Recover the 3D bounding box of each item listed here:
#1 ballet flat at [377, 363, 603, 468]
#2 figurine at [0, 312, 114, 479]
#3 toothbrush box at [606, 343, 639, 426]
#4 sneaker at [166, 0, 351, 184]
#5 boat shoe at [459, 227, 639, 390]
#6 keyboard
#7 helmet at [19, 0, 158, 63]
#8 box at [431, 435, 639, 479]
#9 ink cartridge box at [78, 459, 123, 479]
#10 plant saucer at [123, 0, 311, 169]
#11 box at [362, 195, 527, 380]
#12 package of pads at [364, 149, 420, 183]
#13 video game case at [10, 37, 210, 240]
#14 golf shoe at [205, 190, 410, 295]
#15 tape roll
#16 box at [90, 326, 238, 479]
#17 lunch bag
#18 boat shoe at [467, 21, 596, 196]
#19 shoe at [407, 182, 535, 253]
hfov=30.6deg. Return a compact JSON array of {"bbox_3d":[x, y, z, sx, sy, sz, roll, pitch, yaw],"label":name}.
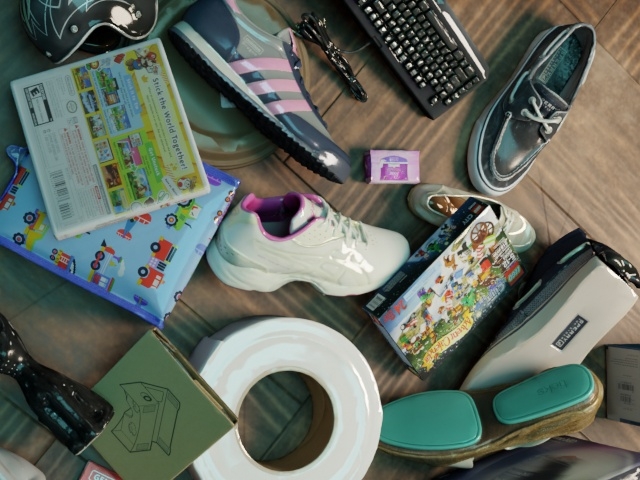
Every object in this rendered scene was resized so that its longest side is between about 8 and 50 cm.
[{"bbox_3d":[0.243,0.269,1.699,0.342,0.116,0.124,-17,136,6],"label":"ballet flat"},{"bbox_3d":[-0.412,0.226,1.505,0.209,0.092,0.215,45,98,-6],"label":"figurine"},{"bbox_3d":[0.625,0.224,1.811,0.295,0.216,0.126,-1,90,-20],"label":"toothbrush box"},{"bbox_3d":[-0.053,-0.217,1.600,0.319,0.112,0.131,44,79,-15],"label":"sneaker"},{"bbox_3d":[0.331,0.132,1.773,0.127,0.158,0.340,40,105,-18],"label":"boat shoe"},{"bbox_3d":[0.090,-0.295,1.680,0.201,0.033,0.317,-35,119,11],"label":"keyboard"},{"bbox_3d":[-0.311,-0.314,1.530,0.161,0.169,0.170,-2,89,-35],"label":"helmet"},{"bbox_3d":[0.297,0.411,1.652,0.294,0.296,0.183,-18,94,-19],"label":"box"},{"bbox_3d":[-0.246,0.481,1.584,0.296,0.066,0.261,30,81,-16],"label":"ink cartridge box"},{"bbox_3d":[-0.140,-0.239,1.651,0.277,0.041,0.278,0,89,-20],"label":"plant saucer"},{"bbox_3d":[0.185,0.071,1.709,0.233,0.044,0.159,-45,129,-10],"label":"box"},{"bbox_3d":[0.107,-0.109,1.736,0.083,0.032,0.050,-1,88,-19],"label":"package of pads"},{"bbox_3d":[-0.274,-0.134,1.518,0.206,0.026,0.227,-18,73,-6],"label":"video game case"},{"bbox_3d":[0.000,0.000,1.625,0.306,0.140,0.115,-1,46,-26],"label":"golf shoe"},{"bbox_3d":[-0.062,0.245,1.635,0.286,0.100,0.286,0,89,-19],"label":"tape roll"},{"bbox_3d":[-0.224,0.231,1.536,0.164,0.021,0.201,48,119,1],"label":"box"},{"bbox_3d":[-0.289,-0.047,1.559,0.293,0.138,0.221,29,82,-7],"label":"lunch bag"},{"bbox_3d":[0.328,-0.202,1.776,0.108,0.102,0.301,36,78,-15],"label":"boat shoe"},{"bbox_3d":[0.235,-0.029,1.763,0.219,0.058,0.077,18,84,-19],"label":"shoe"}]
